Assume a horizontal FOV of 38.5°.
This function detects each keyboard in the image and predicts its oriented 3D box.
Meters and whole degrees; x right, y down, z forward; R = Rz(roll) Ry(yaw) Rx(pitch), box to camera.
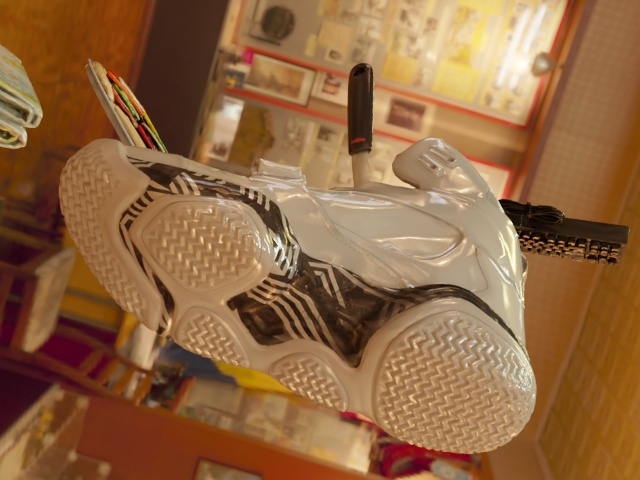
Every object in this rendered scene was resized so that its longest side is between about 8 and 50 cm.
[{"bbox_3d":[0.200,-0.008,0.879,0.108,0.180,0.023,64,37,-63],"label":"keyboard"}]

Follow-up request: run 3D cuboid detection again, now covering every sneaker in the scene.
[{"bbox_3d":[0.000,0.000,0.697,0.137,0.365,0.210,-63,-179,40],"label":"sneaker"}]

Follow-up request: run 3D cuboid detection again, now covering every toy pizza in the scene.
[{"bbox_3d":[-0.177,-0.099,0.936,0.032,0.201,0.201,-29,176,-4],"label":"toy pizza"}]

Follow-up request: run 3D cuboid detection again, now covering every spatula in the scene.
[{"bbox_3d":[0.045,-0.067,0.947,0.030,0.084,0.297,46,38,-55],"label":"spatula"}]

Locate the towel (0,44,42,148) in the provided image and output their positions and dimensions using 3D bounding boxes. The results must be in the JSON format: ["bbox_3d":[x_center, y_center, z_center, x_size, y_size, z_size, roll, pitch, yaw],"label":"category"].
[{"bbox_3d":[-0.575,-0.285,1.336,0.090,0.320,0.374,-50,-146,5],"label":"towel"}]
